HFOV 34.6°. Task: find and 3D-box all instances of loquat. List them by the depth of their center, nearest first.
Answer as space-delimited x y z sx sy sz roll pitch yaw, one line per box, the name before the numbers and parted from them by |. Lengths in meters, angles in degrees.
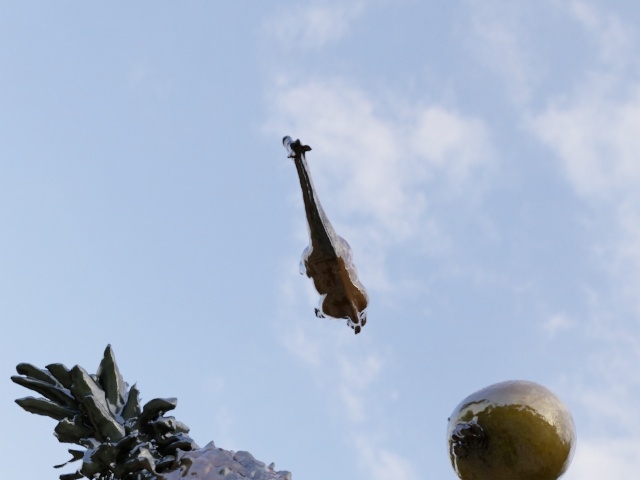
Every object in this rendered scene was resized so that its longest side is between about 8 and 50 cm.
loquat | 0.220 0.231 1.192 0.163 0.163 0.137 -9 -98 27

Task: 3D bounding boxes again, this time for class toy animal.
toy animal | 0.000 0.000 1.277 0.230 0.066 0.224 99 -33 -68

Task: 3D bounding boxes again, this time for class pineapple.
pineapple | -0.131 0.213 0.861 0.340 0.169 0.169 31 -47 24
